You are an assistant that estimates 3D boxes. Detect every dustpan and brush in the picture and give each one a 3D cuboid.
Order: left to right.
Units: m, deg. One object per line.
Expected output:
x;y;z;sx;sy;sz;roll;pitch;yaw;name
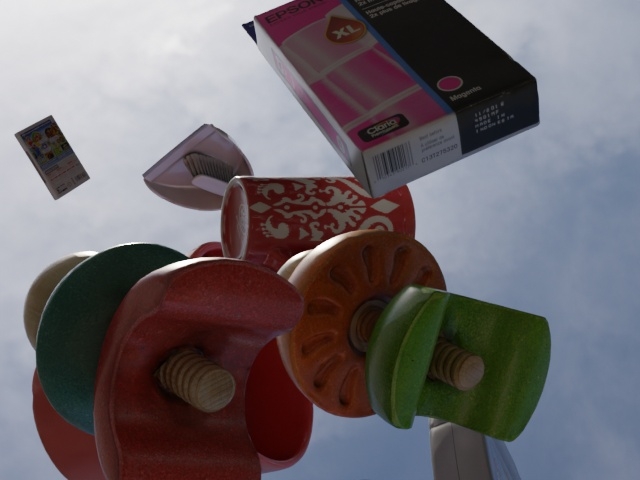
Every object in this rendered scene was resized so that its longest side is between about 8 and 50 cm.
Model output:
-0.134;-0.077;1.409;0.147;0.211;0.060;-35;-124;26;dustpan and brush

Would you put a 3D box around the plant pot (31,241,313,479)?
-0.176;0.168;1.113;0.243;0.275;0.275;-23;-128;19;plant pot

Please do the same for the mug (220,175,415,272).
0.001;-0.010;0.941;0.169;0.113;0.150;2;-163;-23;mug

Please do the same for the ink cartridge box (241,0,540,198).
0.050;-0.195;0.983;0.176;0.069;0.371;-24;-139;-9;ink cartridge box

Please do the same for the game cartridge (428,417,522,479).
0.153;0.271;0.812;0.062;0.198;0.297;-17;-144;11;game cartridge

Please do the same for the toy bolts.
-0.039;0.083;0.467;0.158;0.228;0.218;18;-91;53;toy bolts

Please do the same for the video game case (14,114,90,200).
-0.431;-0.135;1.555;0.011;0.122;0.087;-20;-164;34;video game case
